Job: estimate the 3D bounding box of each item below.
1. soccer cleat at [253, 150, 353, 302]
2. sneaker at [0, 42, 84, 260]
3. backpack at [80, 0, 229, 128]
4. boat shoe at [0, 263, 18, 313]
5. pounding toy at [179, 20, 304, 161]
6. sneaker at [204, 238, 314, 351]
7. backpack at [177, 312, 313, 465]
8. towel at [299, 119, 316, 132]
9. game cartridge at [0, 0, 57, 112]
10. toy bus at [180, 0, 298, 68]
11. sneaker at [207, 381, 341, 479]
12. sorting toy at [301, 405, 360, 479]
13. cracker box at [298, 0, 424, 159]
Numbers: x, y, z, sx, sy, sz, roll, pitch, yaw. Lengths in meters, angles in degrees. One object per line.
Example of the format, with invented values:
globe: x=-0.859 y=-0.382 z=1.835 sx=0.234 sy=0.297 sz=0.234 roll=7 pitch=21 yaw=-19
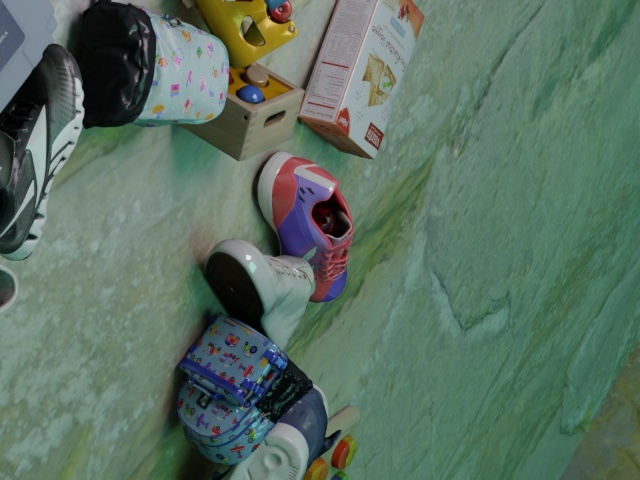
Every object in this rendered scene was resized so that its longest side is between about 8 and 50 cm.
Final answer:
soccer cleat: x=0.000 y=0.000 z=1.997 sx=0.109 sy=0.116 sz=0.318 roll=-55 pitch=149 yaw=-25
sneaker: x=-0.312 y=-0.090 z=1.425 sx=0.106 sy=0.078 sz=0.234 roll=3 pitch=107 yaw=-64
backpack: x=-0.185 y=-0.185 z=1.549 sx=0.182 sy=0.115 sz=0.152 roll=-2 pitch=107 yaw=-63
boat shoe: x=-0.359 y=0.049 z=1.325 sx=0.267 sy=0.088 sz=0.096 roll=44 pitch=37 yaw=-81
pounding toy: x=-0.096 y=-0.186 z=1.711 sx=0.141 sy=0.130 sz=0.100 roll=-30 pitch=145 yaw=-50
sneaker: x=-0.077 y=0.047 z=1.911 sx=0.123 sy=0.106 sz=0.290 roll=-54 pitch=160 yaw=-17
backpack: x=-0.125 y=0.207 z=1.890 sx=0.173 sy=0.158 sz=0.117 roll=-51 pitch=141 yaw=-9
towel: x=-0.004 y=-0.196 z=1.975 sx=0.060 sy=0.009 sz=0.083 roll=16 pitch=93 yaw=-61
game cartridge: x=-0.374 y=-0.160 z=1.299 sx=0.294 sy=0.060 sz=0.196 roll=-58 pitch=154 yaw=-21
toy bus: x=-0.112 y=-0.297 z=1.607 sx=0.104 sy=0.202 sz=0.191 roll=-32 pitch=152 yaw=-4
sneaker: x=-0.094 y=0.346 z=2.055 sx=0.323 sy=0.130 sz=0.236 roll=-56 pitch=-179 yaw=23
sorting toy: x=0.007 y=0.407 z=2.366 sx=0.193 sy=0.038 sz=0.208 roll=-29 pitch=132 yaw=-51
cracker box: x=0.061 y=-0.249 z=1.976 sx=0.155 sy=0.067 sz=0.232 roll=33 pitch=75 yaw=-62
